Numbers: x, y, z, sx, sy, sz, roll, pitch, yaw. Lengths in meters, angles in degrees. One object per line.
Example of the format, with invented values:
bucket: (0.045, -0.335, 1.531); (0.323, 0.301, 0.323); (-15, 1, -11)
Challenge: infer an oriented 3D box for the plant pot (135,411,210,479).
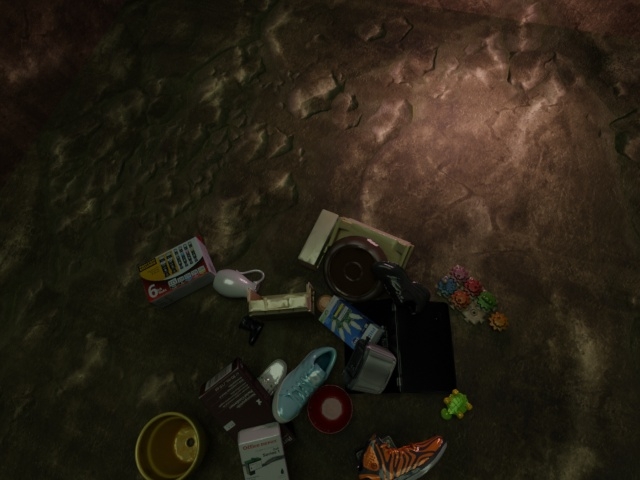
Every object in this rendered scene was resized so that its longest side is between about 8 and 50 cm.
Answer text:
plant pot: (-0.559, 0.815, 1.690); (0.253, 0.239, 0.254); (-2, 69, 7)

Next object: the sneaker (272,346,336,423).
sneaker: (-0.057, 0.554, 1.692); (0.135, 0.150, 0.366); (42, 48, -3)

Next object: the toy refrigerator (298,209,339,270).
toy refrigerator: (0.000, 0.000, 2.008); (0.094, 0.102, 0.270); (22, 73, 15)

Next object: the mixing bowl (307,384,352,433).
mixing bowl: (0.043, 0.688, 1.738); (0.181, 0.098, 0.182); (-2, 69, 6)

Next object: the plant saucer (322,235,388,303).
plant saucer: (0.150, 0.135, 1.884); (0.310, 0.050, 0.311); (3, 100, 20)

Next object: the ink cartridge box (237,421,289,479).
ink cartridge box: (-0.211, 0.814, 1.580); (0.160, 0.092, 0.220); (-11, 96, -8)

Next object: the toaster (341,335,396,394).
toaster: (0.193, 0.488, 1.655); (0.146, 0.129, 0.227); (23, 93, -16)

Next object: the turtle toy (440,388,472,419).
turtle toy: (0.536, 0.665, 1.700); (0.130, 0.066, 0.095); (-40, 70, -8)

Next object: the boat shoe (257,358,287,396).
boat shoe: (-0.240, 0.628, 1.798); (0.098, 0.096, 0.277); (31, 76, 17)

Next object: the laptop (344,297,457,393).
laptop: (0.333, 0.460, 1.833); (0.407, 0.236, 0.382); (-14, 64, 33)

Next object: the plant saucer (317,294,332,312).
plant saucer: (0.025, 0.290, 1.939); (0.083, 0.013, 0.084); (-3, 68, 7)

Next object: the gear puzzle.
gear puzzle: (0.669, 0.267, 1.845); (0.175, 0.044, 0.339); (-40, 69, -11)

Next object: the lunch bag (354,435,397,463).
lunch bag: (0.250, 0.889, 1.559); (0.168, 0.235, 0.287); (-26, 67, -9)

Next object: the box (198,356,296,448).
box: (-0.285, 0.678, 1.675); (0.191, 0.143, 0.381); (-38, 100, -5)

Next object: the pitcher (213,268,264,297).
pitcher: (-0.378, 0.192, 1.983); (0.207, 0.125, 0.178); (18, 51, 3)

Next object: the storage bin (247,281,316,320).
storage bin: (-0.161, 0.269, 1.842); (0.262, 0.260, 0.123); (-5, 72, 5)

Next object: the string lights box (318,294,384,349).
string lights box: (0.130, 0.361, 1.810); (0.259, 0.076, 0.133); (34, 94, 36)

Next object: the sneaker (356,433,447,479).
sneaker: (0.264, 0.720, 1.439); (0.321, 0.125, 0.180); (-30, 70, -14)

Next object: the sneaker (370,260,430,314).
sneaker: (0.322, 0.195, 1.753); (0.286, 0.109, 0.130); (36, 56, 0)

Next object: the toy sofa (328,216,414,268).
toy sofa: (0.235, 0.022, 1.962); (0.362, 0.177, 0.150); (24, 98, 15)

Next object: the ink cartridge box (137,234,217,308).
ink cartridge box: (-0.691, 0.127, 2.032); (0.309, 0.130, 0.272); (-28, 67, -4)

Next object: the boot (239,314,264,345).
boot: (-0.324, 0.404, 1.923); (0.099, 0.045, 0.121); (22, 66, 12)
